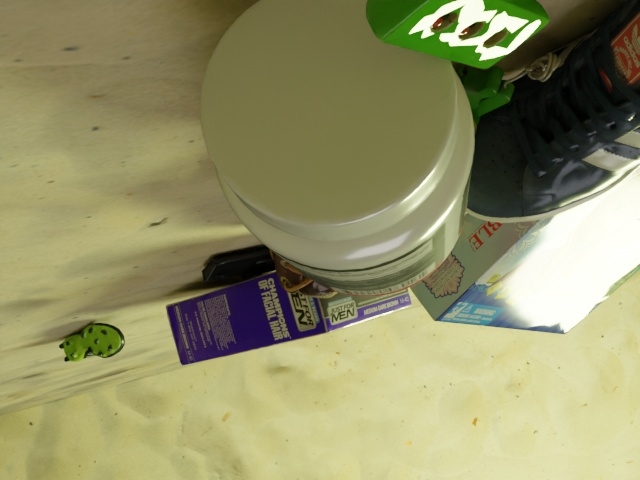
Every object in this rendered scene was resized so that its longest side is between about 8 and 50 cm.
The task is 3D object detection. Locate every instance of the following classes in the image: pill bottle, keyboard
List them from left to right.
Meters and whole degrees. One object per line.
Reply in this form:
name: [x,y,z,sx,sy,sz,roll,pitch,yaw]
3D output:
keyboard: [-0.077,0.025,1.281,0.180,0.023,0.108,-11,163,-22]
pill bottle: [0.020,-0.054,0.605,0.161,0.161,0.283,-17,169,5]

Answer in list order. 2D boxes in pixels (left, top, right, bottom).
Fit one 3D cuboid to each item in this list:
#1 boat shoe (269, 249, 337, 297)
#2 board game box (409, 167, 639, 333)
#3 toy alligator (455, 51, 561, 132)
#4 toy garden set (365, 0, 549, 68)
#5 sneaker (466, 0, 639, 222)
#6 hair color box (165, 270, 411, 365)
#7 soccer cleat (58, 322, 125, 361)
boat shoe: [0.000,0.000,0.969,0.123,0.123,0.342,-15,170,-8]
board game box: [0.292,-0.029,0.965,0.319,0.066,0.318,10,129,-51]
toy alligator: [0.114,-0.117,0.735,0.051,0.056,0.190,31,153,-15]
toy garden set: [0.103,-0.168,0.346,0.244,0.049,0.204,-35,161,32]
sneaker: [0.229,-0.124,0.674,0.350,0.131,0.148,-31,164,26]
hair color box: [-0.055,0.098,1.356,0.185,0.110,0.339,-13,174,-45]
soccer cleat: [-0.368,0.165,1.511,0.072,0.060,0.179,-19,-178,-44]
